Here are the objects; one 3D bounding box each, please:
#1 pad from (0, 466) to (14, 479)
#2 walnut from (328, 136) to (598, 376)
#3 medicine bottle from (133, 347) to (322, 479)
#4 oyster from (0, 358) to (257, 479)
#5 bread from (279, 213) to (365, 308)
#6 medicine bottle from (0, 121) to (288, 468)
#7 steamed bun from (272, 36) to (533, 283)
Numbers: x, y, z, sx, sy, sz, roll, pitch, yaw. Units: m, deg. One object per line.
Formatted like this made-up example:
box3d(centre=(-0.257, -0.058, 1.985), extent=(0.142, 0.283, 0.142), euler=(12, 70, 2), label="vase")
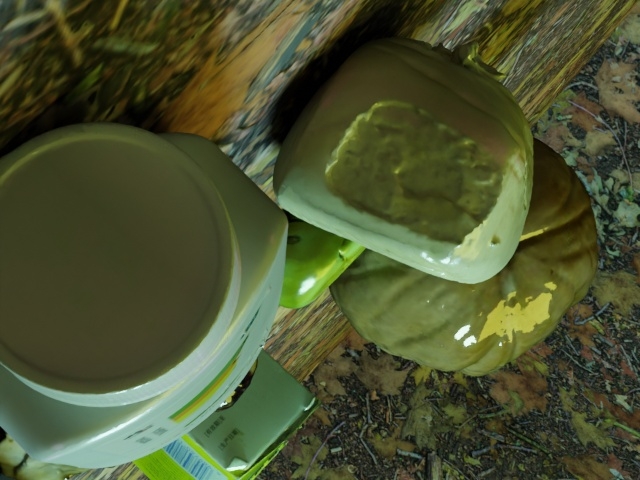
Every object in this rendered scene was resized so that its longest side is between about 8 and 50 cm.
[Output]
box3d(centre=(-0.223, 0.167, 1.011), extent=(0.243, 0.004, 0.164), euler=(-44, 173, -17), label="pad")
box3d(centre=(0.144, 0.007, 1.290), extent=(0.277, 0.252, 0.313), euler=(-46, -174, -9), label="walnut")
box3d(centre=(-0.118, 0.217, 1.411), extent=(0.137, 0.141, 0.250), euler=(-47, 175, -27), label="medicine bottle")
box3d(centre=(-0.123, 0.103, 0.858), extent=(0.233, 0.107, 0.161), euler=(-49, 180, 32), label="oyster")
box3d(centre=(0.000, 0.000, 1.117), extent=(0.139, 0.071, 0.130), euler=(-46, 171, -2), label="bread")
box3d(centre=(-0.089, 0.034, 0.601), extent=(0.161, 0.111, 0.296), euler=(-45, 172, -11), label="medicine bottle")
box3d(centre=(0.070, -0.061, 0.849), extent=(0.238, 0.169, 0.153), euler=(-3, 117, -80), label="steamed bun")
